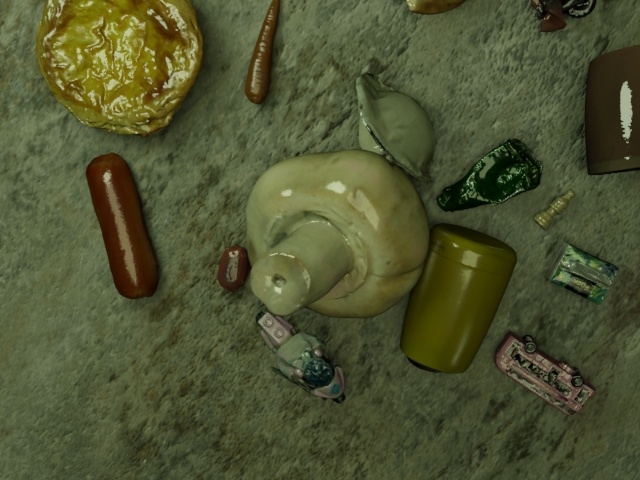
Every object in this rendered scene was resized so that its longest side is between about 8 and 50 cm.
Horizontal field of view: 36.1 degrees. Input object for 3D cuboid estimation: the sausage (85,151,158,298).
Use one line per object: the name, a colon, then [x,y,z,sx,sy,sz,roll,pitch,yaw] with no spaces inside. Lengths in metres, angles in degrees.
sausage: [-0.392,-0.026,1.948,0.089,0.083,0.300,-14,96,17]

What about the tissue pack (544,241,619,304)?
tissue pack: [0.509,0.065,1.907,0.111,0.079,0.085,26,98,0]

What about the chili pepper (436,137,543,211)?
chili pepper: [0.324,-0.118,1.904,0.216,0.062,0.108,-25,89,7]

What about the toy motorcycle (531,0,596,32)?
toy motorcycle: [0.407,-0.473,1.838,0.212,0.084,0.118,40,100,5]

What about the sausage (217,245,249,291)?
sausage: [-0.173,0.056,1.960,0.059,0.054,0.094,13,98,1]

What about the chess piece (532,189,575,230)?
chess piece: [0.459,-0.064,1.917,0.092,0.035,0.035,-45,93,4]

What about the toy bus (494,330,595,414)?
toy bus: [0.442,0.262,1.949,0.203,0.063,0.090,33,102,1]

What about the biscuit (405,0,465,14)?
biscuit: [0.231,-0.570,1.807,0.204,0.040,0.309,-5,98,-32]

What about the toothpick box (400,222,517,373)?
toothpick box: [0.254,0.118,1.886,0.175,0.175,0.271,18,102,1]

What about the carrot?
carrot: [-0.108,-0.372,1.905,0.048,0.048,0.216,12,94,2]

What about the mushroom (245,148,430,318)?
mushroom: [0.018,-0.020,1.799,0.353,0.353,0.325,27,95,-1]

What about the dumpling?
dumpling: [0.131,-0.199,1.849,0.142,0.172,0.247,-34,96,22]

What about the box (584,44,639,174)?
box: [0.607,-0.237,1.757,0.301,0.301,0.216,-8,93,5]

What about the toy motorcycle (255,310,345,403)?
toy motorcycle: [-0.029,0.228,1.904,0.239,0.204,0.108,31,82,-5]

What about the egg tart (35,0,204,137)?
egg tart: [-0.379,-0.367,1.878,0.341,0.129,0.341,1,100,4]
